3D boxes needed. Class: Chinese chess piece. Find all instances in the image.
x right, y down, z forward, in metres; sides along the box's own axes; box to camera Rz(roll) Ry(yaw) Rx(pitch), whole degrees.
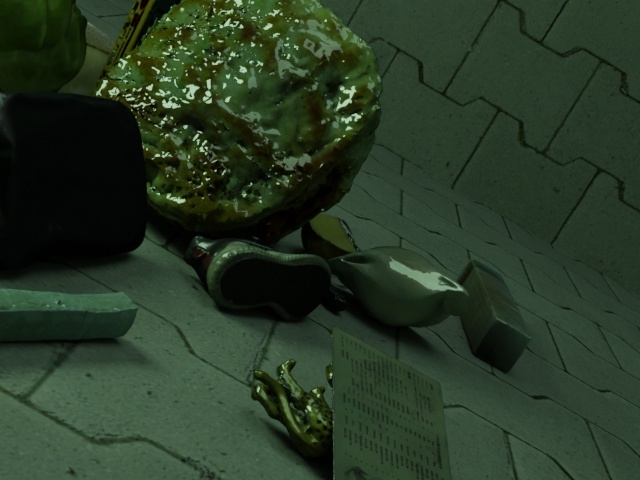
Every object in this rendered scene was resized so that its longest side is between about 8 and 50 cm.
[{"bbox_3d":[-0.481,-0.351,2.000,0.270,0.112,0.270,29,12,-7],"label":"Chinese chess piece"}]

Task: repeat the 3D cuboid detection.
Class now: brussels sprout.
[{"bbox_3d":[-0.451,-0.326,1.575,0.247,0.328,0.328,6,18,-8],"label":"brussels sprout"}]

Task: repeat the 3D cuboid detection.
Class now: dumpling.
[{"bbox_3d":[0.114,0.078,1.731,0.229,0.124,0.151,23,-25,0],"label":"dumpling"}]

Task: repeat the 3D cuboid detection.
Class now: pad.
[{"bbox_3d":[0.078,0.209,1.164,0.159,0.009,0.265,29,32,-21],"label":"pad"}]

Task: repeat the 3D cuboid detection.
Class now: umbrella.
[{"bbox_3d":[-0.003,0.065,1.681,0.036,0.031,0.133,14,22,-46],"label":"umbrella"}]

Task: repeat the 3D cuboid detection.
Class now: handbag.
[{"bbox_3d":[-0.293,-0.071,1.256,0.075,0.191,0.332,-2,3,20],"label":"handbag"}]

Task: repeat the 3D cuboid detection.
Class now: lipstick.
[{"bbox_3d":[0.303,0.127,2.014,0.076,0.079,0.371,30,14,-6],"label":"lipstick"}]

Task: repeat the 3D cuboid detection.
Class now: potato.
[{"bbox_3d":[0.000,0.000,1.846,0.103,0.066,0.096,21,30,-40],"label":"potato"}]

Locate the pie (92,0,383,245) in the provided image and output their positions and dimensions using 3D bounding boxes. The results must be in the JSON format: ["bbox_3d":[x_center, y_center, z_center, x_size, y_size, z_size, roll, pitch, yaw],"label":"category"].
[{"bbox_3d":[-0.112,-0.200,1.584,0.395,0.418,0.180,35,-14,17],"label":"pie"}]

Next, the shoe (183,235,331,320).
[{"bbox_3d":[-0.083,0.039,1.481,0.112,0.099,0.227,31,12,36],"label":"shoe"}]

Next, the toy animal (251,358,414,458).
[{"bbox_3d":[0.010,0.190,1.169,0.136,0.073,0.181,50,17,28],"label":"toy animal"}]

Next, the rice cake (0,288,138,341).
[{"bbox_3d":[-0.268,0.070,1.055,0.042,0.045,0.245,40,16,26],"label":"rice cake"}]

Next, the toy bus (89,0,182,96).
[{"bbox_3d":[-0.267,-0.296,1.779,0.121,0.335,0.123,21,11,-33],"label":"toy bus"}]
